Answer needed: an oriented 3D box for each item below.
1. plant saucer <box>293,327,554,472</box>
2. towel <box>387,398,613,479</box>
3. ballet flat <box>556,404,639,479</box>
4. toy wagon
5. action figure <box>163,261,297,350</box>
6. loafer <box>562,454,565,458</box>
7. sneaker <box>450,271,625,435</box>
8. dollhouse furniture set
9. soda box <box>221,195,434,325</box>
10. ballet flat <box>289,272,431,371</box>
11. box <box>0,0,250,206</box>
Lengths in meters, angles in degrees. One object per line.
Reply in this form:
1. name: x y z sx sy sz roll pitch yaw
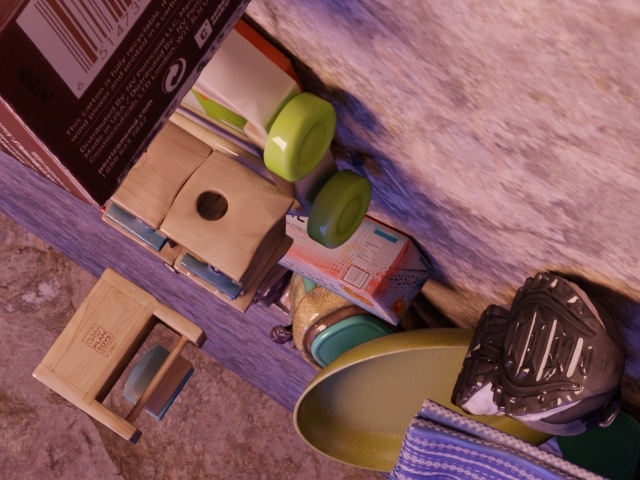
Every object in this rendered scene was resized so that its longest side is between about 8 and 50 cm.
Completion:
1. plant saucer: 0.097 0.136 1.287 0.241 0.037 0.241 -1 146 -1
2. towel: 0.171 0.235 1.250 0.243 0.040 0.336 23 160 7
3. ballet flat: 0.275 0.180 1.183 0.079 0.077 0.221 18 176 -25
4. toy wagon: -0.103 -0.118 0.992 0.267 0.068 0.344 29 168 21
5. action figure: -0.075 0.026 1.459 0.185 0.099 0.285 28 172 6
6. loafer: 0.316 0.263 1.278 0.267 0.084 0.096 30 -155 11
7. sneaker: 0.172 0.089 1.047 0.108 0.100 0.271 20 173 -2
8. dollhouse furniture set: -0.121 0.027 0.994 0.129 0.184 0.129 33 169 6
9. soda box: 0.000 0.000 1.217 0.183 0.058 0.063 28 167 34
10. ballet flat: 0.073 0.117 1.402 0.123 0.123 0.348 24 164 41
11. box: -0.162 -0.155 0.734 0.203 0.168 0.167 30 169 21
